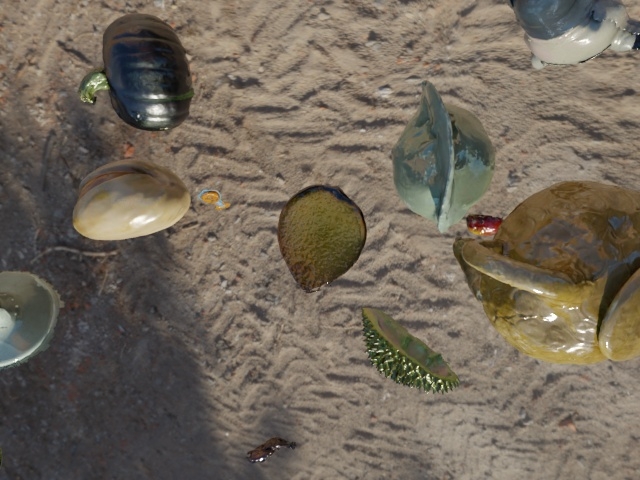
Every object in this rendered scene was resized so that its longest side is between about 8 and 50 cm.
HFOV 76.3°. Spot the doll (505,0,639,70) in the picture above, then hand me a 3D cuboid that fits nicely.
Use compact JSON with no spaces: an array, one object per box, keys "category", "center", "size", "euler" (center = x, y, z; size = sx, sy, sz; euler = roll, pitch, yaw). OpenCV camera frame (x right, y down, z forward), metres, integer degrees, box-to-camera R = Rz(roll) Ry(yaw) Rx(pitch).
[{"category":"doll","center":[0.326,-0.302,0.540],"size":[0.192,0.095,0.149],"euler":[24,166,-33]}]

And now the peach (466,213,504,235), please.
[{"category":"peach","center":[0.409,-0.037,1.016],"size":[0.084,0.077,0.050],"euler":[6,82,10]}]

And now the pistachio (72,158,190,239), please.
[{"category":"pistachio","center":[-0.521,-0.107,1.123],"size":[0.309,0.230,0.229],"euler":[-18,108,1]}]

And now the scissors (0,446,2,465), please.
[{"category":"scissors","center":[-0.479,0.373,0.528],"size":[0.020,0.134,0.187],"euler":[-39,72,49]}]

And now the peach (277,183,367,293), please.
[{"category":"peach","center":[0.000,0.001,0.865],"size":[0.189,0.279,0.068],"euler":[12,147,5]}]

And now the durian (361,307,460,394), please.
[{"category":"durian","center":[0.259,0.330,1.186],"size":[0.352,0.169,0.158],"euler":[35,147,-4]}]

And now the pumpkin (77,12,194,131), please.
[{"category":"pumpkin","center":[-0.483,-0.431,1.061],"size":[0.297,0.296,0.295],"euler":[7,115,14]}]

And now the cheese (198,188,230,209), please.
[{"category":"cheese","center":[-0.250,-0.096,0.960],"size":[0.047,0.111,0.017],"euler":[-18,71,8]}]

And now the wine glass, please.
[{"category":"wine glass","center":[-0.389,0.039,0.414],"size":[0.144,0.143,0.321],"euler":[29,149,3]}]

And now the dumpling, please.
[{"category":"dumpling","center":[0.269,-0.195,0.883],"size":[0.212,0.320,0.269],"euler":[-3,123,-24]}]

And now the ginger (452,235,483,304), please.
[{"category":"ginger","center":[0.361,0.072,0.934],"size":[0.096,0.189,0.069],"euler":[13,140,-36]}]

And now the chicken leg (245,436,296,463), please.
[{"category":"chicken leg","center":[-0.082,0.340,0.669],"size":[0.083,0.036,0.021],"euler":[-15,105,-12]}]

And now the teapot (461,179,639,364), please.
[{"category":"teapot","center":[0.280,0.046,0.416],"size":[0.312,0.167,0.203],"euler":[13,105,-29]}]
